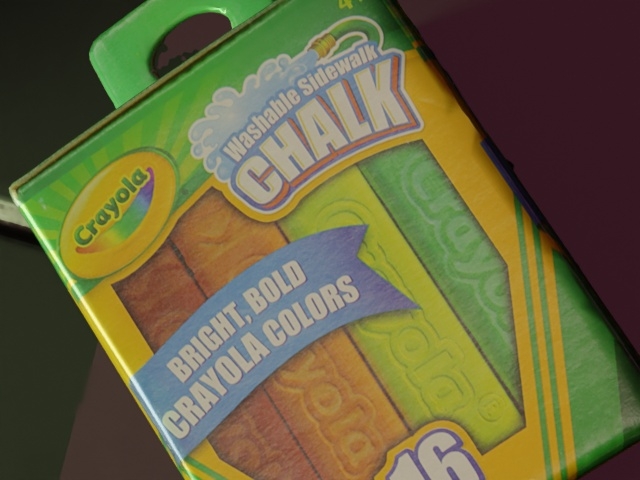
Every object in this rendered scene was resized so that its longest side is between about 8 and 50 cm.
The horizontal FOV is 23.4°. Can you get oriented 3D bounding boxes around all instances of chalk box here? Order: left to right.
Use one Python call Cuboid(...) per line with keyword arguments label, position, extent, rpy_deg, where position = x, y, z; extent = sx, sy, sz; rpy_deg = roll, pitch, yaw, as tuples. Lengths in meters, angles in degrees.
Cuboid(label="chalk box", position=(0.000, 0.000, 0.506), extent=(0.132, 0.132, 0.213), rpy_deg=(-35, 82, 8))
